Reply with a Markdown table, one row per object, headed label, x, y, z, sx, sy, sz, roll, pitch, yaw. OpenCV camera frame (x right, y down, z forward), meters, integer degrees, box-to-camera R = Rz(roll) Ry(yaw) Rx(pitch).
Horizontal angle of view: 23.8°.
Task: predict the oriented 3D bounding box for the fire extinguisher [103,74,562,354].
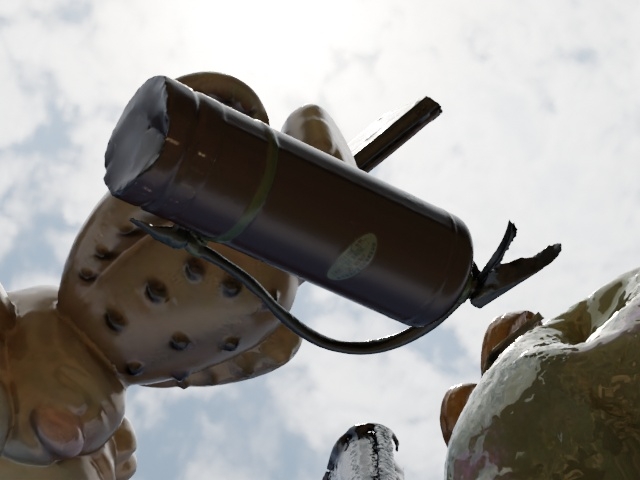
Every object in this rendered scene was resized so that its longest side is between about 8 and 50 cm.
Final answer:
| label | x | y | z | sx | sy | sz | roll | pitch | yaw |
| --- | --- | --- | --- | --- | --- | --- | --- | --- | --- |
| fire extinguisher | 0.000 | 0.000 | 0.522 | 0.157 | 0.078 | 0.045 | 23 | -149 | -27 |

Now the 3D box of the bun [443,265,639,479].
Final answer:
| label | x | y | z | sx | sy | sz | roll | pitch | yaw |
| --- | --- | --- | --- | --- | --- | --- | --- | --- | --- |
| bun | 0.190 | 0.137 | 0.705 | 0.273 | 0.168 | 0.272 | 1 | -93 | -17 |

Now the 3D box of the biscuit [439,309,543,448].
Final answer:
| label | x | y | z | sx | sy | sz | roll | pitch | yaw |
| --- | --- | --- | --- | --- | --- | --- | --- | --- | --- |
| biscuit | 0.120 | 0.162 | 1.039 | 0.165 | 0.036 | 0.250 | 44 | -131 | -43 |

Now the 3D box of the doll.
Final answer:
| label | x | y | z | sx | sy | sz | roll | pitch | yaw |
| --- | --- | --- | --- | --- | --- | --- | --- | --- | --- |
| doll | -0.097 | 0.040 | 0.675 | 0.154 | 0.278 | 0.119 | 44 | -165 | -32 |

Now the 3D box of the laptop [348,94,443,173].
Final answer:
| label | x | y | z | sx | sy | sz | roll | pitch | yaw |
| --- | --- | --- | --- | --- | --- | --- | --- | --- | --- |
| laptop | 0.013 | -0.063 | 1.454 | 0.207 | 0.154 | 0.026 | -39 | -81 | -14 |

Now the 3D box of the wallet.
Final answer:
| label | x | y | z | sx | sy | sz | roll | pitch | yaw |
| --- | --- | --- | --- | --- | --- | --- | --- | --- | --- |
| wallet | 0.020 | 0.311 | 1.291 | 0.071 | 0.262 | 0.221 | 16 | -165 | -8 |
